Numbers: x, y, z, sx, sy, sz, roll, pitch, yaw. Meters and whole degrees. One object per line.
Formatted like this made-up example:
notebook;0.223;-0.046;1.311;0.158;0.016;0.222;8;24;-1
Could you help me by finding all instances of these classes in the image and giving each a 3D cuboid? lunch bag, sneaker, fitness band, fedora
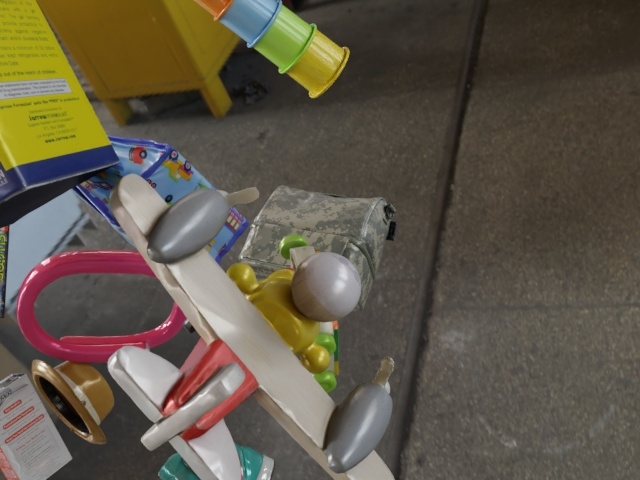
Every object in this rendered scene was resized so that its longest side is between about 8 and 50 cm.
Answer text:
lunch bag;-0.293;-0.072;1.188;0.293;0.221;0.138;24;75;36
lunch bag;0.000;0.000;1.823;0.305;0.212;0.256;9;66;23
sneaker;-0.196;0.440;1.306;0.124;0.178;0.295;-57;5;31
fitness band;-0.373;0.116;1.361;0.291;0.209;0.054;1;29;-19
fedora;-0.429;0.273;1.395;0.194;0.194;0.079;16;45;38

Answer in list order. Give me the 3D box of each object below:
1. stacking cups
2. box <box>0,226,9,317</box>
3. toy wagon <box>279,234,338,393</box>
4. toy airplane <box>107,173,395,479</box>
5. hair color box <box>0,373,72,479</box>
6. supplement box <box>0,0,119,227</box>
stacking cups;-0.102;-0.343;1.152;0.096;0.316;0.096;-43;24;25
box;-0.677;0.052;1.542;0.036;0.114;0.207;4;91;38
toy wagon;-0.019;0.166;1.527;0.068;0.344;0.267;-10;48;-7
toy airplane;-0.071;0.114;0.948;0.272;0.386;0.384;-38;47;11
hair color box;-0.485;0.309;1.262;0.053;0.167;0.093;-9;19;42
supplement box;-0.431;-0.193;0.894;0.194;0.356;0.195;-26;5;21
